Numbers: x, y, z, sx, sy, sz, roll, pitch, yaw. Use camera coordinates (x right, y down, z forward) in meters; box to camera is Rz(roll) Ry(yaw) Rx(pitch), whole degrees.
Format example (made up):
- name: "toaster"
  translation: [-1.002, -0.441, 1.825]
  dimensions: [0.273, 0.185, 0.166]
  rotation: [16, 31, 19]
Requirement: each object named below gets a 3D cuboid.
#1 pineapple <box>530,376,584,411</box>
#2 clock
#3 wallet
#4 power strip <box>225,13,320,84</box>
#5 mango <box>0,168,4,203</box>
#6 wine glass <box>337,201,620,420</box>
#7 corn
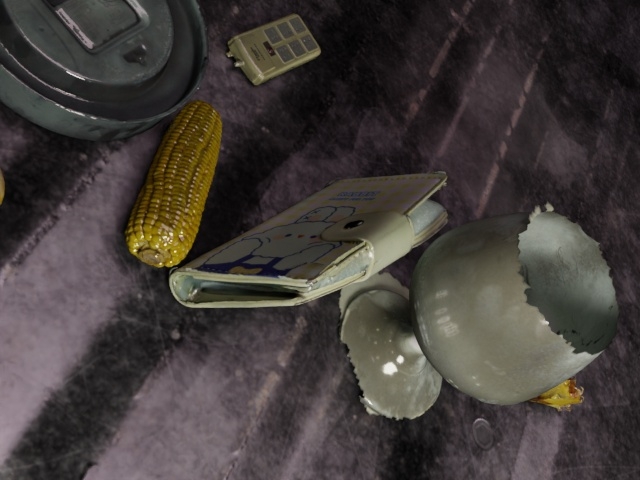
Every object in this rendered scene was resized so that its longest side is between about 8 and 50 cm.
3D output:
- name: "pineapple"
  translation: [0.364, 0.237, 1.303]
  dimensions: [0.077, 0.114, 0.114]
  rotation: [-53, 128, -5]
- name: "clock"
  translation: [-0.286, -0.270, 1.009]
  dimensions: [0.319, 0.066, 0.319]
  rotation: [18, 57, -31]
- name: "wallet"
  translation: [0.000, 0.000, 1.013]
  dimensions: [0.309, 0.223, 0.077]
  rotation: [-32, 117, -45]
- name: "power strip"
  translation: [-0.068, -0.279, 1.218]
  dimensions: [0.169, 0.028, 0.076]
  rotation: [-37, 95, -44]
- name: "mango"
  translation: [-0.447, -0.138, 0.717]
  dimensions: [0.384, 0.199, 0.221]
  rotation: [41, 47, -18]
- name: "wine glass"
  translation: [0.188, 0.095, 1.042]
  dimensions: [0.238, 0.323, 0.238]
  rotation: [20, 57, -34]
- name: "corn"
  translation: [-0.168, -0.070, 1.000]
  dimensions: [0.080, 0.080, 0.231]
  rotation: [32, 50, -24]
